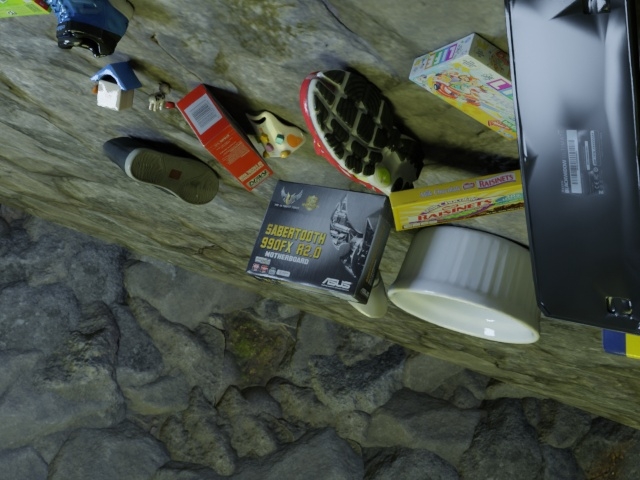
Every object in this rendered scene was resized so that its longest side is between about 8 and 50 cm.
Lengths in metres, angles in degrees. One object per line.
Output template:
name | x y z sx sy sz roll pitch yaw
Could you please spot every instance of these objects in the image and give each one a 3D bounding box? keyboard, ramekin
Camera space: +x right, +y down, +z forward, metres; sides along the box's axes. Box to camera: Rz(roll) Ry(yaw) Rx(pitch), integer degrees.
keyboard | 0.253 -0.067 0.687 0.033 0.317 0.202 -23 -159 -36
ramekin | 0.272 0.078 1.486 0.277 0.135 0.277 17 167 4

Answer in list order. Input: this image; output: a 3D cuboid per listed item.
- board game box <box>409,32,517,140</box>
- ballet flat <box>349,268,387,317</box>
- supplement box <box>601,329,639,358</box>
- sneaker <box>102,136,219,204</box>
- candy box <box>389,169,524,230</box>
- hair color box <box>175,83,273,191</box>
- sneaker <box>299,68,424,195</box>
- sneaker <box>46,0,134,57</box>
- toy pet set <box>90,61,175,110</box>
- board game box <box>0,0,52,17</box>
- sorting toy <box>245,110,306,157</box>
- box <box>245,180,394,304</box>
board game box | 0.186 -0.161 0.886 0.154 0.026 0.103 25 165 -24
ballet flat | 0.050 0.027 1.505 0.248 0.086 0.086 55 177 19
supplement box | 0.448 0.010 0.702 0.357 0.195 0.194 6 -165 44
sneaker | -0.296 -0.140 1.558 0.118 0.083 0.222 32 -175 41
candy box | 0.199 -0.055 1.113 0.206 0.027 0.105 -10 160 6
hair color box | -0.140 -0.149 1.228 0.093 0.053 0.167 54 -175 27
sneaker | 0.033 -0.128 1.069 0.118 0.107 0.279 16 167 33
sneaker | -0.302 -0.274 0.972 0.152 0.084 0.058 29 163 -35
toy pet set | -0.288 -0.235 1.216 0.122 0.065 0.114 18 -158 17
board game box | -0.418 -0.322 1.030 0.181 0.043 0.092 8 162 38
sorting toy | -0.077 -0.163 1.227 0.083 0.045 0.075 5 141 46
box | 0.000 0.000 1.442 0.231 0.183 0.056 11 166 31
